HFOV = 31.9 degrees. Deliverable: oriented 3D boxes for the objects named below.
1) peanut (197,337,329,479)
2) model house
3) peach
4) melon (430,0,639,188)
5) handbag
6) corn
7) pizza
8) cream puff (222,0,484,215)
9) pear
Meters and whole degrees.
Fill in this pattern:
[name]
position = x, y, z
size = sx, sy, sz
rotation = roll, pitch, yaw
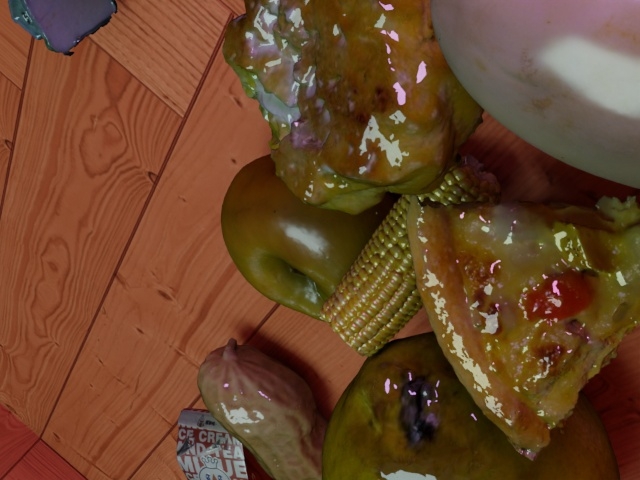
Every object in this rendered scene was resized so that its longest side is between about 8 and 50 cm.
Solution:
[peanut]
position = -0.068, 0.282, 1.767
size = 0.291, 0.143, 0.159
rotation = 52, 158, -22
[model house]
position = -0.339, -0.312, 1.355
size = 0.148, 0.119, 0.148
rotation = 14, 141, 50
[peach]
position = 0.000, 0.000, 1.338
size = 0.251, 0.153, 0.251
rotation = 25, 160, 9
[melon]
position = 0.232, -0.153, 0.799
size = 0.317, 0.223, 0.223
rotation = 22, 145, 21
[handbag]
position = -0.133, 0.415, 2.023
size = 0.171, 0.151, 0.298
rotation = 4, 126, 41
[corn]
position = 0.095, 0.017, 1.184
size = 0.093, 0.093, 0.244
rotation = 38, 110, 6
[pizza]
position = 0.231, 0.028, 1.035
size = 0.280, 0.287, 0.075
rotation = 56, -167, -3
[cream puff]
position = 0.044, -0.157, 1.040
size = 0.282, 0.185, 0.282
rotation = 15, 111, 44
[pear]
position = 0.175, 0.277, 1.306
size = 0.352, 0.352, 0.413
rotation = 15, 140, 37
